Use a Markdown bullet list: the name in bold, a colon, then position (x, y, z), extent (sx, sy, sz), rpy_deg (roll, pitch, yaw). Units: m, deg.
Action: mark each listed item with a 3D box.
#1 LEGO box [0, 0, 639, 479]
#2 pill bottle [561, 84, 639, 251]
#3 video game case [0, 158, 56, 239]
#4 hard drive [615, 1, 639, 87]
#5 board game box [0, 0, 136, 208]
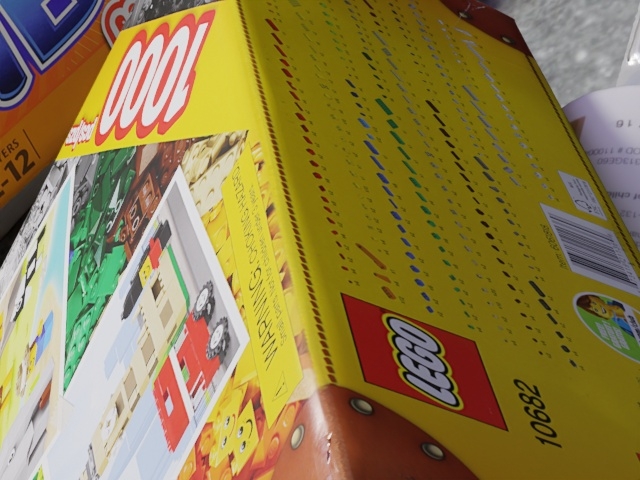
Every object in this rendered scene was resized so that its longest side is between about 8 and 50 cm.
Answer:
- **LEGO box**: position (-0.029, 0.122, 0.858), extent (0.372, 0.193, 0.500), rpy_deg (-60, 22, 23)
- **pill bottle**: position (0.147, 0.049, 0.963), extent (0.131, 0.131, 0.229), rpy_deg (-12, 47, 38)
- **video game case**: position (-0.338, -0.033, 1.629), extent (0.204, 0.025, 0.285), rpy_deg (-49, 35, -5)
- **hard drive**: position (0.298, -0.179, 1.083), extent (0.237, 0.064, 0.339), rpy_deg (-12, 44, 39)
- **board game box**: position (-0.402, -0.196, 1.493), extent (0.356, 0.356, 0.356), rpy_deg (7, 45, 45)
